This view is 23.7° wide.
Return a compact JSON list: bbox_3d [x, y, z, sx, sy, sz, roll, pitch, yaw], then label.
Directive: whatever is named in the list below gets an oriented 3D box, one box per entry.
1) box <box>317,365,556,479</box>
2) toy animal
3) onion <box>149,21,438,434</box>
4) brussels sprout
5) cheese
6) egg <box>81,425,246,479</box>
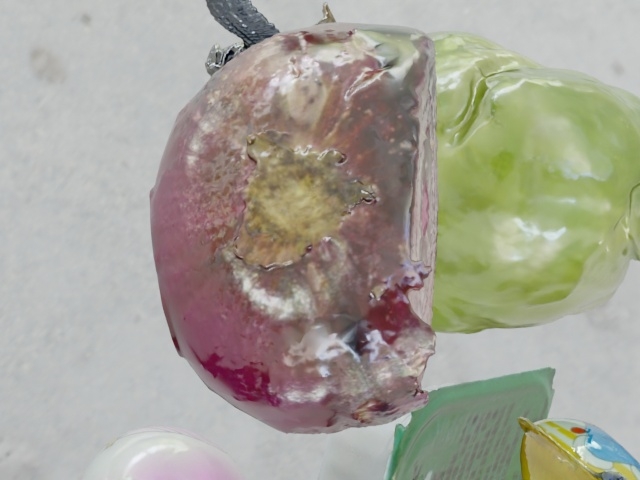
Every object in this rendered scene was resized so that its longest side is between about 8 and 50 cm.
[{"bbox_3d":[0.094,0.239,1.472,0.336,0.106,0.264,0,107,-57],"label":"box"},{"bbox_3d":[-0.033,-0.137,1.127,0.108,0.220,0.062,-13,45,2],"label":"toy animal"},{"bbox_3d":[0.000,0.000,0.759,0.140,0.218,0.195,-8,80,7],"label":"onion"},{"bbox_3d":[0.130,-0.045,1.253,0.274,0.316,0.242,1,82,-5],"label":"brussels sprout"},{"bbox_3d":[0.211,0.190,1.077,0.069,0.270,0.177,-45,93,-4],"label":"cheese"},{"bbox_3d":[-0.177,0.319,1.826,0.271,0.196,0.196,11,54,-64],"label":"egg"}]
